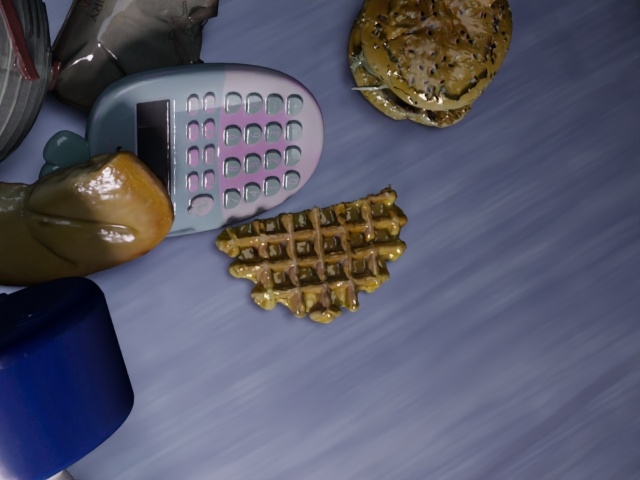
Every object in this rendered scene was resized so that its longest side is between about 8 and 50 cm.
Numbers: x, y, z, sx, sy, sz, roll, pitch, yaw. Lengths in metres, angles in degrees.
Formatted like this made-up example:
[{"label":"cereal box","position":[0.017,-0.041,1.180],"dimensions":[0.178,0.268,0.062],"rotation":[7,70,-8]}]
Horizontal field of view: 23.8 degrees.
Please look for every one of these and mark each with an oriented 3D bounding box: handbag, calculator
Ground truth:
[{"label":"handbag","position":[-0.173,-0.229,1.547],"dimensions":[0.182,0.117,0.270],"rotation":[21,88,-14]},{"label":"calculator","position":[-0.138,-0.091,1.531],"dimensions":[0.299,0.041,0.185],"rotation":[-9,122,-18]}]

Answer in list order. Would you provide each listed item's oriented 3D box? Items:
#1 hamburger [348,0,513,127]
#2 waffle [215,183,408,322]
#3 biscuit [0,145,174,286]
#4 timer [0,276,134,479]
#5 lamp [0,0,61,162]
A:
[{"label":"hamburger","position":[0.113,-0.209,1.615],"dimensions":[0.185,0.113,0.177],"rotation":[-31,92,-15]},{"label":"waffle","position":[0.000,0.000,1.598],"dimensions":[0.160,0.046,0.192],"rotation":[46,75,-5]},{"label":"biscuit","position":[-0.290,-0.008,1.482],"dimensions":[0.299,0.154,0.045],"rotation":[-12,48,3]},{"label":"timer","position":[-0.257,0.255,1.422],"dimensions":[0.270,0.270,0.383],"rotation":[-26,101,-15]},{"label":"lamp","position":[-0.368,-0.187,1.449],"dimensions":[0.233,0.233,0.265],"rotation":[-24,78,-15]}]
